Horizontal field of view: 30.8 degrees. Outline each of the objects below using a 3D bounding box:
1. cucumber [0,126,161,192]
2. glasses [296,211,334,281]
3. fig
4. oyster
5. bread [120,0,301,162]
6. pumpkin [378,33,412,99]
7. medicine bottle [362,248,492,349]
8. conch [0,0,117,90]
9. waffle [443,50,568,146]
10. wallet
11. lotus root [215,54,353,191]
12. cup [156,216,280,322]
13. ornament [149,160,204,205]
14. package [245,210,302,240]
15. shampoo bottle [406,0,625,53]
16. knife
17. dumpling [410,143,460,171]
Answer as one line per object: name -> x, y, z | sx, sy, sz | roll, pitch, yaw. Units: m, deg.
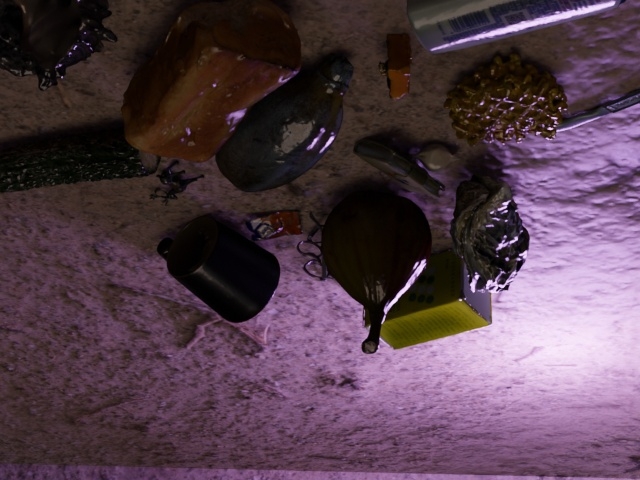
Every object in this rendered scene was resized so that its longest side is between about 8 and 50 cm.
cucumber -> -0.464, -0.142, 2.099 | 0.360, 0.096, 0.096 | -6, 148, 21
glasses -> 0.000, 0.000, 2.287 | 0.063, 0.140, 0.103 | 6, 123, -19
fig -> 0.095, 0.070, 2.174 | 0.217, 0.320, 0.217 | 7, 151, 4
oyster -> 0.315, -0.016, 2.154 | 0.158, 0.162, 0.351 | -19, 150, -2
bread -> -0.176, -0.257, 1.818 | 0.195, 0.148, 0.344 | 10, 150, -33
pumpkin -> 0.117, -0.272, 1.823 | 0.054, 0.083, 0.074 | -2, 146, 3
medicine bottle -> 0.223, 0.121, 2.426 | 0.250, 0.137, 0.141 | -19, 143, 31
conch -> -0.426, -0.346, 1.692 | 0.313, 0.186, 0.240 | 8, 146, 33
waffle -> 0.307, -0.217, 1.909 | 0.193, 0.070, 0.197 | -20, 142, 33
wallet -> 0.145, -0.128, 2.074 | 0.155, 0.039, 0.110 | 30, 176, -38
lotus root -> -0.052, -0.185, 1.934 | 0.158, 0.140, 0.322 | 23, 142, -29
cup -> -0.228, 0.067, 2.358 | 0.239, 0.166, 0.177 | -21, 138, 34
ornament -> -0.286, -0.106, 2.200 | 0.073, 0.028, 0.125 | 28, 140, -36
package -> -0.091, -0.028, 2.311 | 0.111, 0.033, 0.077 | -12, 125, 0
shampoo bottle -> 0.313, -0.353, 1.670 | 0.360, 0.078, 0.134 | -12, 150, 24
knife -> 0.477, -0.220, 1.941 | 0.210, 0.015, 0.028 | -20, 137, 33
dumpling -> 0.205, -0.150, 2.070 | 0.076, 0.057, 0.052 | -27, 105, 6
